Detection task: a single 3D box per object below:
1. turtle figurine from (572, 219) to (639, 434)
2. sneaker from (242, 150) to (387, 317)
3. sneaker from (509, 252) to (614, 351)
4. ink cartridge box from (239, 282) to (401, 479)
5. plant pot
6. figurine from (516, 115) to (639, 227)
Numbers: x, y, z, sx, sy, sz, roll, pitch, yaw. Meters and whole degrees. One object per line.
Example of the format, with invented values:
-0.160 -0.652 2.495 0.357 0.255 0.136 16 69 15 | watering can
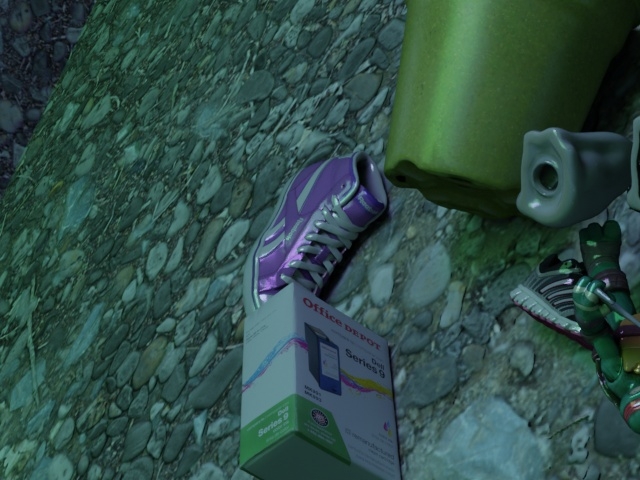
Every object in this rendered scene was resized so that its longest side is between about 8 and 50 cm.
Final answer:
0.276 0.082 1.061 0.234 0.175 0.118 -80 17 -51 | turtle figurine
-0.001 -0.001 1.611 0.161 0.102 0.282 -20 44 43 | sneaker
0.249 0.056 1.208 0.074 0.063 0.170 -57 27 -1 | sneaker
-0.002 0.173 1.372 0.093 0.154 0.212 -40 32 28 | ink cartridge box
0.187 -0.163 1.363 0.276 0.276 0.253 3 75 57 | plant pot
0.314 -0.068 1.124 0.215 0.210 0.092 -3 95 56 | figurine
